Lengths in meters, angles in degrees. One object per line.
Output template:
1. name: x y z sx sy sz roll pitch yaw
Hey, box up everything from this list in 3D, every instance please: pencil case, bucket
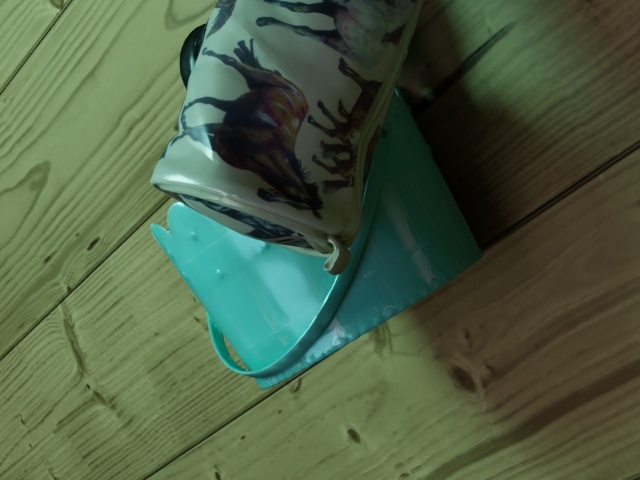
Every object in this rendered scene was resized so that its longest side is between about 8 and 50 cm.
1. pencil case: 0.009 -0.178 1.272 0.184 0.160 0.410 13 76 25
2. bucket: 0.000 0.000 1.464 0.281 0.281 0.183 -34 87 50

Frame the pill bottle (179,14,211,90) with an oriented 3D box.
1. pill bottle: -0.035 -0.182 1.509 0.219 0.123 0.122 -11 101 51
